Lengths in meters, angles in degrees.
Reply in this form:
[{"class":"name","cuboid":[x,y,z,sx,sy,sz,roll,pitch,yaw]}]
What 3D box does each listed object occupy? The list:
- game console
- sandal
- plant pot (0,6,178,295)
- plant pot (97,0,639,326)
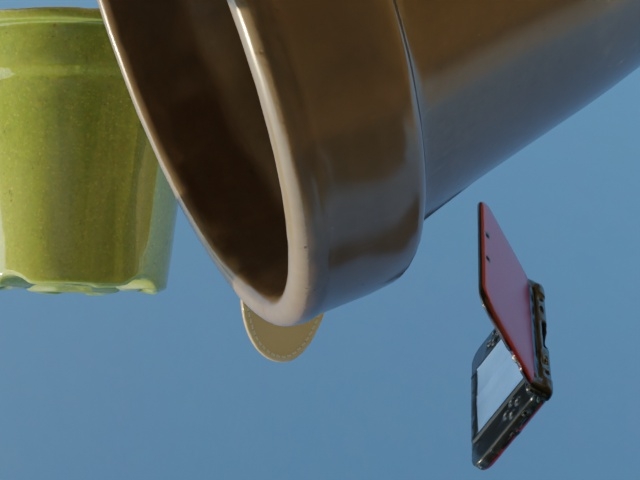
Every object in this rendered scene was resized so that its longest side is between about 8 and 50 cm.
[{"class":"game console","cuboid":[0.114,0.066,1.035,0.085,0.124,0.144,29,-152,-10]},{"class":"sandal","cuboid":[-0.006,-0.001,1.303,0.088,0.079,0.240,15,-87,-22]},{"class":"plant pot","cuboid":[-0.238,-0.075,1.448,0.276,0.276,0.253,0,-95,-7]},{"class":"plant pot","cuboid":[0.035,-0.123,0.635,0.229,0.263,0.263,-22,-119,-16]}]
